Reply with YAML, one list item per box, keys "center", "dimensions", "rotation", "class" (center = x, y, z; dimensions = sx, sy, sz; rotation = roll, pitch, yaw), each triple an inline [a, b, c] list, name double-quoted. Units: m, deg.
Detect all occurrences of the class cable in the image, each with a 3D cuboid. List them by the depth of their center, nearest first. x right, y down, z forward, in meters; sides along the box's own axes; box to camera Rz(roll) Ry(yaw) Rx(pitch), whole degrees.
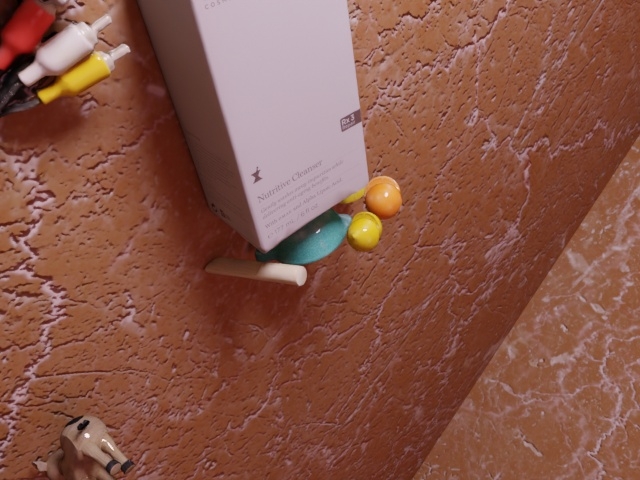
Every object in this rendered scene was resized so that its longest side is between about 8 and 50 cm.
- center: [-0.338, -0.148, 0.614]
  dimensions: [0.287, 0.072, 0.139]
  rotation: [-52, 136, -7]
  class: "cable"

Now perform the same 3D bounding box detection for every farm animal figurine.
- center: [-0.407, 0.422, 0.865]
  dimensions: [0.330, 0.172, 0.327]
  rotation: [-49, 154, -23]
  class: "farm animal figurine"

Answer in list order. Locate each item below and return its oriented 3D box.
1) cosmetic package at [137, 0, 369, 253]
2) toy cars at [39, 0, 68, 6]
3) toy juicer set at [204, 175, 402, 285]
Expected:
- center: [-0.076, -0.206, 0.787]
  dimensions: [0.217, 0.156, 0.385]
  rotation: [-35, 137, -23]
  class: "cosmetic package"
- center: [-0.372, -0.296, 0.468]
  dimensions: [0.393, 0.087, 0.177]
  rotation: [-10, 102, -47]
  class: "toy cars"
- center: [0.000, 0.000, 0.964]
  dimensions: [0.329, 0.209, 0.090]
  rotation: [-40, 130, -22]
  class: "toy juicer set"
